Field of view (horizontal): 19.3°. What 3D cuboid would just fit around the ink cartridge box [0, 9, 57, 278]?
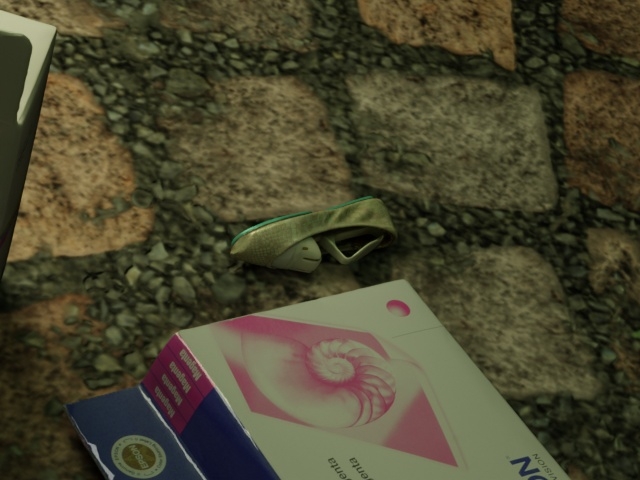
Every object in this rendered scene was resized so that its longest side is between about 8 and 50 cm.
[{"bbox_3d":[-0.320,-0.079,1.398,0.207,0.353,0.119,17,44,-5],"label":"ink cartridge box"}]

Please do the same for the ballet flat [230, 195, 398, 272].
[{"bbox_3d":[0.000,0.000,1.664,0.168,0.057,0.052,-17,65,-33],"label":"ballet flat"}]

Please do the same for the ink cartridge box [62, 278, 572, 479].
[{"bbox_3d":[0.020,0.184,1.458,0.330,0.071,0.324,-12,50,-36],"label":"ink cartridge box"}]
